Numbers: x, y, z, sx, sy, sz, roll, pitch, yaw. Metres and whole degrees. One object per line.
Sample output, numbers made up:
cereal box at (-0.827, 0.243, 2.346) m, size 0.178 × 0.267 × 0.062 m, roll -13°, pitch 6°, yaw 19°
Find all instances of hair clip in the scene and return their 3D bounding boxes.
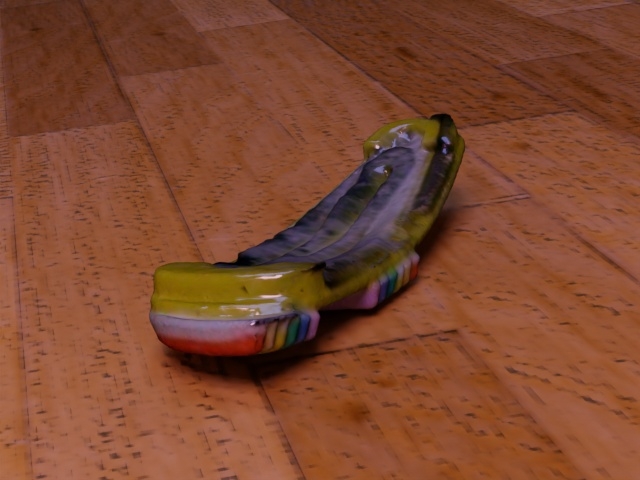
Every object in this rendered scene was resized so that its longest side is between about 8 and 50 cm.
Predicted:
hair clip at (0.000, 0.000, 0.533) m, size 0.060 × 0.033 × 0.188 m, roll 0°, pitch 20°, yaw 27°
